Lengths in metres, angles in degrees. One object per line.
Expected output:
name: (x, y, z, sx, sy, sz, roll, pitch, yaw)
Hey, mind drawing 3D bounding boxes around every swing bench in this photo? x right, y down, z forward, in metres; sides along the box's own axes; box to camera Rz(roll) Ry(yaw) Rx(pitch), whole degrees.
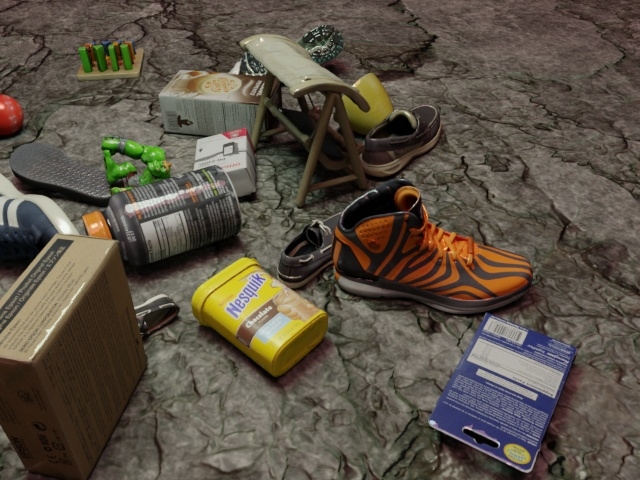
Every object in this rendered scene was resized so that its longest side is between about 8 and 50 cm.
swing bench: (-0.030, -0.249, 1.186, 0.165, 0.255, 0.253, -18, 43, -20)

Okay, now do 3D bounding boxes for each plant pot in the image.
plant pot: (0.108, -0.288, 1.349, 0.095, 0.134, 0.134, 44, 52, 9)

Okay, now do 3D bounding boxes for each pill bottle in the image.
pill bottle: (-0.268, -0.036, 1.028, 0.245, 0.131, 0.130, -19, 43, -22)

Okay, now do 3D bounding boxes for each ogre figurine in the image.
ogre figurine: (-0.341, -0.116, 1.150, 0.118, 0.097, 0.197, -10, 47, -25)

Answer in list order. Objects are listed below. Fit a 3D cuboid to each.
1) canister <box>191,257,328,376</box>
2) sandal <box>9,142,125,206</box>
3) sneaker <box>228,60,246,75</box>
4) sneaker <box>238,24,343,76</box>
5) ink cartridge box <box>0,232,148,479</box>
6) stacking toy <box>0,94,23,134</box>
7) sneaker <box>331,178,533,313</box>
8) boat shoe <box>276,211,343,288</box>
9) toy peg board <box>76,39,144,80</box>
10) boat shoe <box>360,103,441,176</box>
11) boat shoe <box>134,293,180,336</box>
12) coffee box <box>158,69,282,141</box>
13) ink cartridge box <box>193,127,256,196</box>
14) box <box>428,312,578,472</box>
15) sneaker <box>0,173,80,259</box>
canister: (-0.088, 0.110, 0.898, 0.169, 0.073, 0.126, 31, 49, 30)
sandal: (-0.507, -0.119, 1.202, 0.254, 0.055, 0.097, 24, 52, 12)
sneaker: (-0.225, -0.392, 1.505, 0.061, 0.054, 0.152, 0, 51, 15)
sneaker: (-0.076, -0.472, 1.597, 0.282, 0.110, 0.122, -15, 6, 2)
ink cartridge box: (-0.302, 0.141, 0.734, 0.088, 0.235, 0.193, 7, 40, 7)
stacking toy: (-0.814, -0.244, 1.301, 0.330, 0.141, 0.141, -16, 42, -28)
sneaker: (0.176, 0.007, 0.935, 0.320, 0.180, 0.125, 2, 40, 3)
boat shoe: (0.000, 0.000, 1.034, 0.075, 0.065, 0.206, 24, 45, 26)
toy peg board: (-0.568, -0.505, 1.635, 0.161, 0.079, 0.161, -5, 40, -6)
boat shoe: (0.180, -0.234, 1.293, 0.102, 0.093, 0.285, 26, 46, 28)
boat shoe: (-0.267, 0.124, 0.905, 0.038, 0.046, 0.125, 25, 37, 34)
coffee box: (-0.221, -0.310, 1.382, 0.246, 0.098, 0.141, 6, 40, 8)
ink cartridge box: (-0.189, -0.150, 1.204, 0.109, 0.063, 0.151, -13, 40, 4)
box: (0.246, 0.201, 0.813, 0.136, 0.037, 0.225, 21, 43, 25)
sneaker: (-0.526, -0.007, 1.013, 0.349, 0.131, 0.148, 22, 51, 32)
